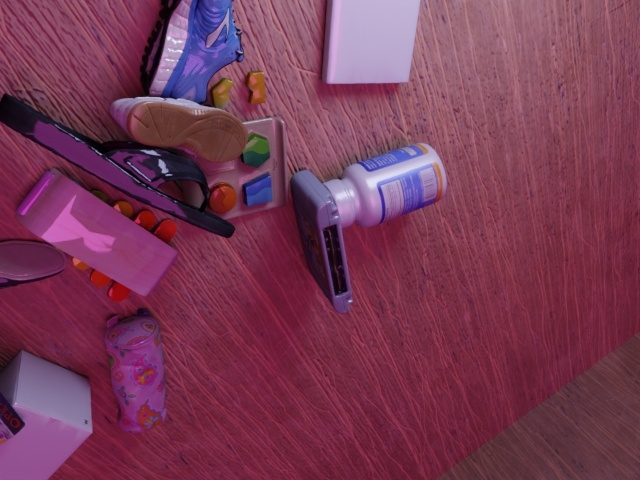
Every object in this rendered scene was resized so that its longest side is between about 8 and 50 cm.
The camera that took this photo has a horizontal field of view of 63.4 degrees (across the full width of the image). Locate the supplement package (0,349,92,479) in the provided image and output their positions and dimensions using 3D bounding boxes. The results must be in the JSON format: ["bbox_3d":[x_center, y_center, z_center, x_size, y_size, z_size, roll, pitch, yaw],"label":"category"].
[{"bbox_3d":[-0.653,0.417,1.096,0.293,0.175,0.177,-46,126,3],"label":"supplement package"}]

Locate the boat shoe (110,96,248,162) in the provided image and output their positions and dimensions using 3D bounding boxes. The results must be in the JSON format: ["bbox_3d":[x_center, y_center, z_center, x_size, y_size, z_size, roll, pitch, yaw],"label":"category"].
[{"bbox_3d":[-0.245,-0.210,0.934,0.277,0.096,0.098,4,112,-58],"label":"boat shoe"}]

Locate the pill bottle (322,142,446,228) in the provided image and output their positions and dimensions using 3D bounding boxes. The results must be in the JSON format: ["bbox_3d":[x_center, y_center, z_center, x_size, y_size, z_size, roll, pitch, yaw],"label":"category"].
[{"bbox_3d":[0.141,-0.120,1.210,0.272,0.152,0.152,-20,125,-15],"label":"pill bottle"}]

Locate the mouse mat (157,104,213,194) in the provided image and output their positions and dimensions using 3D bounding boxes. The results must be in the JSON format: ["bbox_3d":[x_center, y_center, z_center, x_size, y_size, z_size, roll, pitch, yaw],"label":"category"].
[{"bbox_3d":[-0.243,-0.167,1.075,0.153,0.007,0.189,-35,129,-5],"label":"mouse mat"}]

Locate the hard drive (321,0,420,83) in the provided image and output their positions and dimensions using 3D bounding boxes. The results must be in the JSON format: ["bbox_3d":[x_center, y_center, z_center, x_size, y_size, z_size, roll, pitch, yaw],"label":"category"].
[{"bbox_3d":[0.110,-0.480,1.052,0.203,0.040,0.307,-8,121,-23],"label":"hard drive"}]

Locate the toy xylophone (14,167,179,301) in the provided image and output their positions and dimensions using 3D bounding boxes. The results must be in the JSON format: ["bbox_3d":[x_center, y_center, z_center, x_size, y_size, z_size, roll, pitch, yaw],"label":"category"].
[{"bbox_3d":[-0.400,-0.025,1.023,0.236,0.081,0.322,-49,127,-14],"label":"toy xylophone"}]

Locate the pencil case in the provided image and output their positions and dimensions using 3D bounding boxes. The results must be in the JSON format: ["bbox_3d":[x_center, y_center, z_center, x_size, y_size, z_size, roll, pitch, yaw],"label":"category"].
[{"bbox_3d":[-0.423,0.306,1.193,0.124,0.124,0.284,-10,121,-23],"label":"pencil case"}]

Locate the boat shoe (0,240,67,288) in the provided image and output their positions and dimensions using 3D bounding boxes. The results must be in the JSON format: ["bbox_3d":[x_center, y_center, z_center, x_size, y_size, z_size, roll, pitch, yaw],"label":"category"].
[{"bbox_3d":[-0.611,0.055,0.984,0.233,0.084,0.079,-10,160,-30],"label":"boat shoe"}]

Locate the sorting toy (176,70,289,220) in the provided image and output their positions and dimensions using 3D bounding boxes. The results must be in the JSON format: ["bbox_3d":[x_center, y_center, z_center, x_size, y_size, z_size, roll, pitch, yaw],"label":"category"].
[{"bbox_3d":[-0.177,-0.182,1.069,0.229,0.041,0.307,-14,123,-21],"label":"sorting toy"}]

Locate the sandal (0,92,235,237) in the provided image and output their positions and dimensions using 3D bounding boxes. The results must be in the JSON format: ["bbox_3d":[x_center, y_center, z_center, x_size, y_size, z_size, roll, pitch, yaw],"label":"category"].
[{"bbox_3d":[-0.308,-0.130,0.896,0.446,0.167,0.107,33,88,-38],"label":"sandal"}]

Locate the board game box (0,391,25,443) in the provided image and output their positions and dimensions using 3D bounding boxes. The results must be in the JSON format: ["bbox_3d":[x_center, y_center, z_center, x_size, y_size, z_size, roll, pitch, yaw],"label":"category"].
[{"bbox_3d":[-0.729,0.259,0.931,0.208,0.056,0.346,-31,99,5],"label":"board game box"}]

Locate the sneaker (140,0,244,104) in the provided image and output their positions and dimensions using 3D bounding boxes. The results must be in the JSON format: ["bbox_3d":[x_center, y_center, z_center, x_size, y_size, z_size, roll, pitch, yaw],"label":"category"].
[{"bbox_3d":[-0.198,-0.391,0.907,0.147,0.129,0.330,9,122,-39],"label":"sneaker"}]

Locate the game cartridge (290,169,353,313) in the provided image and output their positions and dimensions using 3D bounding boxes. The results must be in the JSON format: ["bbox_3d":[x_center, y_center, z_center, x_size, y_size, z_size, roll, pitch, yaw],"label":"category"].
[{"bbox_3d":[0.000,0.000,1.176,0.062,0.198,0.297,-22,125,-15],"label":"game cartridge"}]
